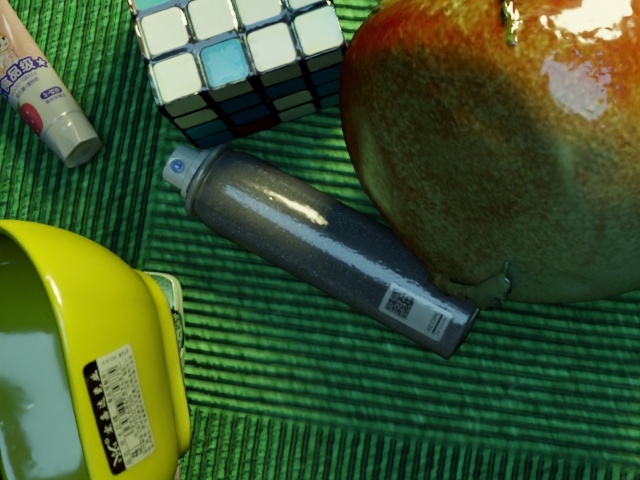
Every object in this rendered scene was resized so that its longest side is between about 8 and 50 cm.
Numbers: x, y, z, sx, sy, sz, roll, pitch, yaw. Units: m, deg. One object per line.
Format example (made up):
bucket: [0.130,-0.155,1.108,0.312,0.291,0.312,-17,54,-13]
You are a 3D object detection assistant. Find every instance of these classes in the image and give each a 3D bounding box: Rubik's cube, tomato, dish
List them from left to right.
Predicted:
dish: [-0.164,0.106,0.791,0.108,0.221,0.262,-13,87,-33]
Rubik's cube: [-0.065,-0.181,0.892,0.154,0.151,0.155,-18,81,3]
tomato: [0.166,-0.081,0.786,0.303,0.303,0.239,-13,98,5]

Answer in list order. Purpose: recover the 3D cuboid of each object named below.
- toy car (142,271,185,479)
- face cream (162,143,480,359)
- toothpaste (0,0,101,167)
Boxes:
toy car: [-0.155,0.137,0.900,0.090,0.076,0.224,0,87,6]
face cream: [0.000,0.000,0.900,0.283,0.073,0.073,29,87,9]
toothpaste: [-0.263,-0.148,0.968,0.067,0.043,0.194,-41,75,2]
